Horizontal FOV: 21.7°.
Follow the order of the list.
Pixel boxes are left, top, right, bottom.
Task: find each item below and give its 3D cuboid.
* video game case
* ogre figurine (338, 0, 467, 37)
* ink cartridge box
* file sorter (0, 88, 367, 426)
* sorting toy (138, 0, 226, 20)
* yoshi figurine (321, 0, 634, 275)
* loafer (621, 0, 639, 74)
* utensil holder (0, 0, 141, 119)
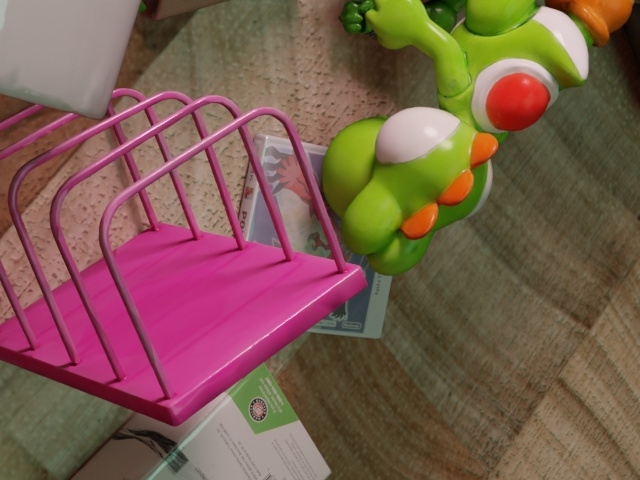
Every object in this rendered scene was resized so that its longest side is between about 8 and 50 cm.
[{"bbox_3d":[0.000,0.000,1.637,0.201,0.023,0.183,8,94,-41],"label":"video game case"},{"bbox_3d":[0.107,-0.269,1.623,0.118,0.097,0.197,31,67,-29],"label":"ogre figurine"},{"bbox_3d":[-0.117,0.227,1.541,0.219,0.092,0.160,-44,124,-24],"label":"ink cartridge box"},{"bbox_3d":[-0.151,-0.009,1.332,0.202,0.290,0.182,-35,117,-30],"label":"file sorter"},{"bbox_3d":[-0.056,-0.283,1.449,0.347,0.047,0.196,-21,156,-32],"label":"sorting toy"},{"bbox_3d":[0.120,-0.135,1.570,0.362,0.203,0.203,-53,172,-10],"label":"yoshi figurine"},{"bbox_3d":[0.424,-0.199,1.880,0.366,0.134,0.130,32,78,-40],"label":"loafer"},{"bbox_3d":[-0.248,-0.307,1.161,0.327,0.327,0.385,15,92,-41],"label":"utensil holder"}]
